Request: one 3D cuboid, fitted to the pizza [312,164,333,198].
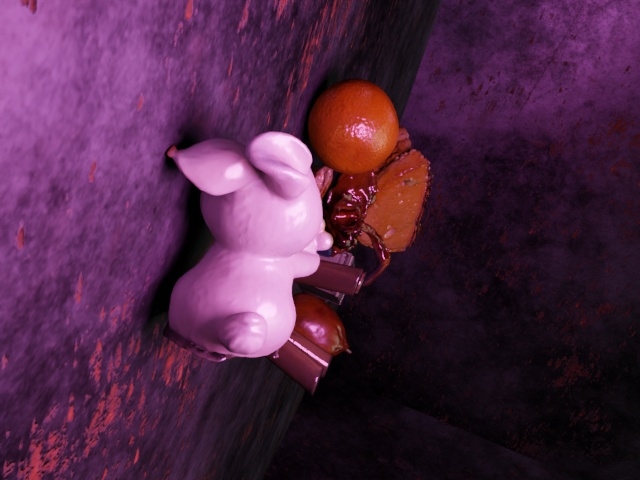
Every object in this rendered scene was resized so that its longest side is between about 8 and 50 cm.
[{"bbox_3d":[-0.021,-0.113,1.379,0.147,0.069,0.226,-62,180,0],"label":"pizza"}]

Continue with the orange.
[{"bbox_3d":[0.068,-0.237,1.224,0.206,0.206,0.206,21,90,-82],"label":"orange"}]

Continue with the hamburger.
[{"bbox_3d":[0.166,-0.151,1.888,0.445,0.287,0.268,97,-24,-54],"label":"hamburger"}]

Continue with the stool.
[{"bbox_3d":[-0.049,0.140,1.290,0.310,0.226,0.310,38,74,-83],"label":"stool"}]

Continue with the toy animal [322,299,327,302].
[{"bbox_3d":[-0.024,0.269,2.218,0.324,0.090,0.195,-65,-174,-2],"label":"toy animal"}]

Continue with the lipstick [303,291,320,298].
[{"bbox_3d":[-0.022,0.178,2.114,0.073,0.073,0.279,22,88,-82],"label":"lipstick"}]

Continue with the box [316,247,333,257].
[{"bbox_3d":[0.000,0.000,1.726,0.054,0.099,0.074,74,34,-52],"label":"box"}]

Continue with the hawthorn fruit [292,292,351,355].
[{"bbox_3d":[-0.015,0.277,1.783,0.208,0.248,0.208,23,90,-89],"label":"hawthorn fruit"}]

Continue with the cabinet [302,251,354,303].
[{"bbox_3d":[0.024,0.109,1.957,0.206,0.150,0.145,75,37,-76],"label":"cabinet"}]

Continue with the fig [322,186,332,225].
[{"bbox_3d":[0.007,-0.061,1.633,0.185,0.133,0.126,-31,-149,28],"label":"fig"}]

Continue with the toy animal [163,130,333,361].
[{"bbox_3d":[-0.092,-0.001,0.774,0.247,0.183,0.310,-42,152,-73],"label":"toy animal"}]

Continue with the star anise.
[{"bbox_3d":[0.081,-0.034,1.455,0.237,0.148,0.346,-108,-174,-68],"label":"star anise"}]
